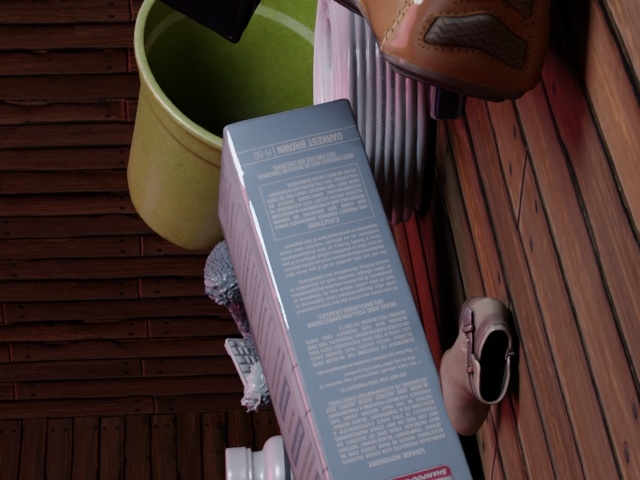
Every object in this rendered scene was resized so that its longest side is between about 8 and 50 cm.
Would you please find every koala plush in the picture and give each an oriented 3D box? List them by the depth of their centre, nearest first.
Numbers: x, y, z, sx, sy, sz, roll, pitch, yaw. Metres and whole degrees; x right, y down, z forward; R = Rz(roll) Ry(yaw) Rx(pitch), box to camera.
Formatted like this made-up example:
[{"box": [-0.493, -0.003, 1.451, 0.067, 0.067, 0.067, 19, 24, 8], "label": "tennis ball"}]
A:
[{"box": [-0.006, 0.101, 1.946, 0.221, 0.196, 0.203, -107, -2, -71], "label": "koala plush"}]

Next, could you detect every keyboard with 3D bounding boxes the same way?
[{"box": [-0.024, 0.149, 2.121, 0.256, 0.014, 0.072, 7, -132, -57], "label": "keyboard"}]

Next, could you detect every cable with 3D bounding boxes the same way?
[{"box": [0.046, -0.143, 1.689, 0.257, 0.089, 0.257, 97, 170, -63], "label": "cable"}]

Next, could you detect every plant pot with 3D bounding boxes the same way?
[{"box": [-0.100, -0.124, 2.009, 0.254, 0.276, 0.276, 120, 152, -50], "label": "plant pot"}]

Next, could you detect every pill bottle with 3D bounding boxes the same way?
[{"box": [-0.017, 0.274, 2.065, 0.108, 0.180, 0.108, 178, 90, -86], "label": "pill bottle"}]

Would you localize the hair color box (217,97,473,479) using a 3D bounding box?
[{"box": [0.017, 0.095, 1.494, 0.185, 0.114, 0.374, 102, 153, -68], "label": "hair color box"}]

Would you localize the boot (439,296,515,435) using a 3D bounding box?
[{"box": [0.111, 0.095, 1.263, 0.087, 0.042, 0.118, -113, 21, -72], "label": "boot"}]

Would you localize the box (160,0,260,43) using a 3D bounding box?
[{"box": [-0.058, -0.332, 1.256, 0.294, 0.183, 0.296, -60, 1, -9], "label": "box"}]

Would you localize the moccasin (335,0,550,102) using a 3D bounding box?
[{"box": [0.066, -0.202, 1.145, 0.380, 0.139, 0.147, -100, 27, -73], "label": "moccasin"}]

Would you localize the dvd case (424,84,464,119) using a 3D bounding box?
[{"box": [0.096, -0.241, 1.408, 0.238, 0.030, 0.179, 94, 173, -45], "label": "dvd case"}]
